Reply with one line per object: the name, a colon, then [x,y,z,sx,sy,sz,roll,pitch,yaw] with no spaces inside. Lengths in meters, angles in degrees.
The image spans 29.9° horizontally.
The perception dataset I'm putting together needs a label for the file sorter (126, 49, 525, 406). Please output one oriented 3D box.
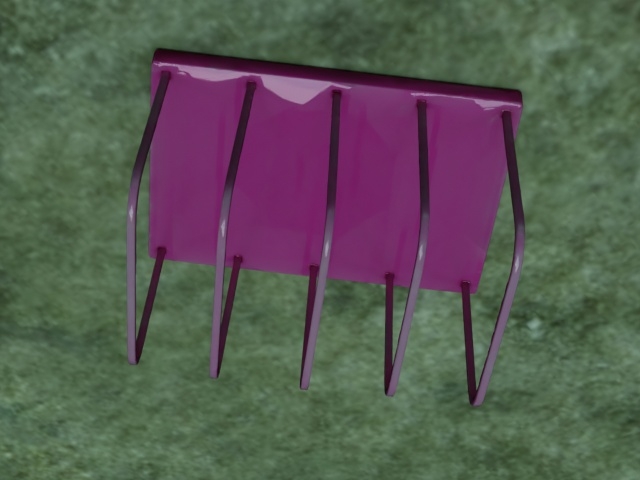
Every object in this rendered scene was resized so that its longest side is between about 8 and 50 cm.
file sorter: [0.000,0.000,0.934,0.291,0.182,0.202,6,130,-2]
